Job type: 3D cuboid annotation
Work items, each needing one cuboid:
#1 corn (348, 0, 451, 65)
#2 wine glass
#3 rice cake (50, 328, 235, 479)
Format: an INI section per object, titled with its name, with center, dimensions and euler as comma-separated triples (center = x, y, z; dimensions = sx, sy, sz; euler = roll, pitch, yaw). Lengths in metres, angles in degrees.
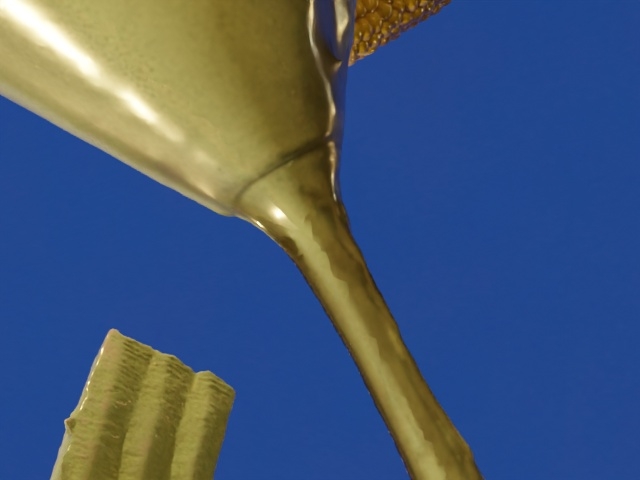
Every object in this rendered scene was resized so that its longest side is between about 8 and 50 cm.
[corn]
center = -0.021, -0.155, 1.175
dimensions = 0.305, 0.106, 0.106
euler = -34, -81, -17
[wine glass]
center = 0.000, 0.000, 0.718
dimensions = 0.267, 0.267, 0.406
euler = -25, -101, -19
[rice cake]
center = -0.135, 0.169, 1.221
dimensions = 0.127, 0.043, 0.237
euler = 27, -143, -14
